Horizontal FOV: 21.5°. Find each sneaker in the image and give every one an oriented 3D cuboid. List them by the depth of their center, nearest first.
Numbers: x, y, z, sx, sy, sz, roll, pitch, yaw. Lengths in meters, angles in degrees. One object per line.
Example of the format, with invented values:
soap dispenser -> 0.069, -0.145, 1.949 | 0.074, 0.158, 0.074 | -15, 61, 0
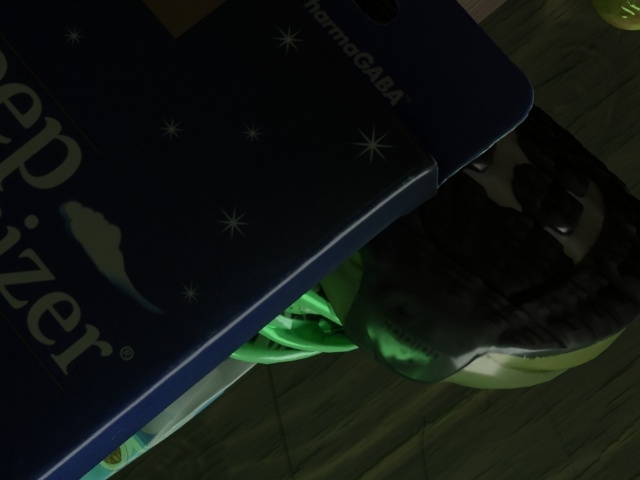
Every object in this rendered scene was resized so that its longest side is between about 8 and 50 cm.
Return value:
sneaker -> 0.000, 0.000, 0.643 | 0.182, 0.158, 0.410 | -52, -169, 9

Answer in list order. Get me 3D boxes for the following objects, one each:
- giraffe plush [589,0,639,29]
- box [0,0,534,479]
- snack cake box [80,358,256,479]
giraffe plush -> 0.226, -0.246, 1.080 | 0.181, 0.210, 0.170 | -89, -165, -50
box -> -0.070, -0.019, 0.429 | 0.225, 0.136, 0.036 | -39, 167, -6
snack cake box -> -0.155, 0.064, 0.886 | 0.089, 0.152, 0.264 | -38, 179, -35
